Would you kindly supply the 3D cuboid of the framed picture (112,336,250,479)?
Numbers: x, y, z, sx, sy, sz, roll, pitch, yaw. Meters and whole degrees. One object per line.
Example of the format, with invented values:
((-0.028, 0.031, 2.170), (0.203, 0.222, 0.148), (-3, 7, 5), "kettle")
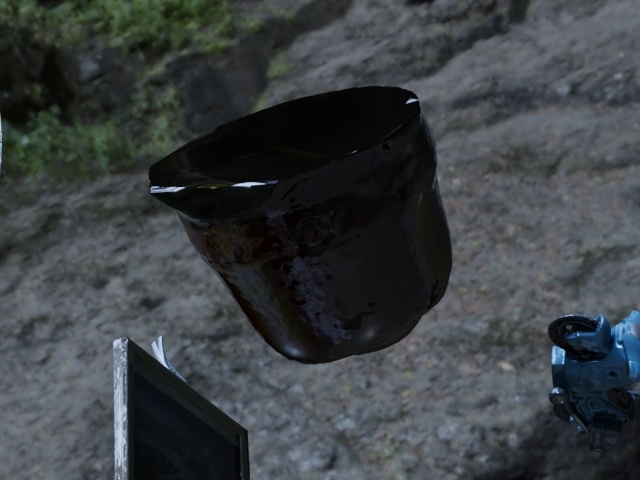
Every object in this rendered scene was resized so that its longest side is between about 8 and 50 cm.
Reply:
((-0.215, 0.391, 1.795), (0.028, 0.326, 0.446), (-17, -34, 16), "framed picture")

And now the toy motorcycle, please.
((0.430, 0.201, 1.601), (0.182, 0.272, 0.124), (2, 46, 16), "toy motorcycle")

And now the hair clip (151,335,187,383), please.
((-0.287, 0.235, 2.053), (0.030, 0.115, 0.039), (-36, -29, 16), "hair clip")

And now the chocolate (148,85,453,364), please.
((0.000, 0.000, 1.455), (0.383, 0.331, 0.384), (-13, 21, 5), "chocolate")

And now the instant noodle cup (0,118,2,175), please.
((-0.560, -0.116, 1.488), (0.212, 0.193, 0.193), (2, -10, -27), "instant noodle cup")
